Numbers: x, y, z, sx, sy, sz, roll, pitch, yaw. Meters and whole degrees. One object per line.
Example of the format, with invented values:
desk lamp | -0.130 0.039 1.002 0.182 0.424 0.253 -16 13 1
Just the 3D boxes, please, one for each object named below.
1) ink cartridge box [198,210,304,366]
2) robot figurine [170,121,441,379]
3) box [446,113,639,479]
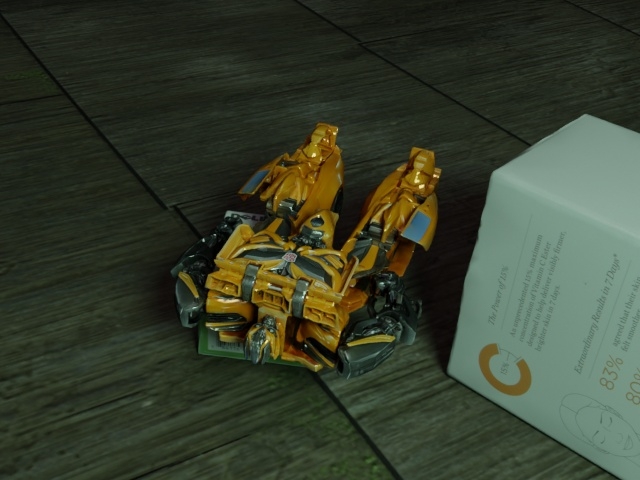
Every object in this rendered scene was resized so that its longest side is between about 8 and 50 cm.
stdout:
ink cartridge box | -0.046 0.026 0.839 0.109 0.062 0.209 7 34 1
robot figurine | 0.000 0.000 0.752 0.211 0.085 0.291 15 35 13
box | 0.300 0.075 0.683 0.345 0.214 0.168 29 41 30
